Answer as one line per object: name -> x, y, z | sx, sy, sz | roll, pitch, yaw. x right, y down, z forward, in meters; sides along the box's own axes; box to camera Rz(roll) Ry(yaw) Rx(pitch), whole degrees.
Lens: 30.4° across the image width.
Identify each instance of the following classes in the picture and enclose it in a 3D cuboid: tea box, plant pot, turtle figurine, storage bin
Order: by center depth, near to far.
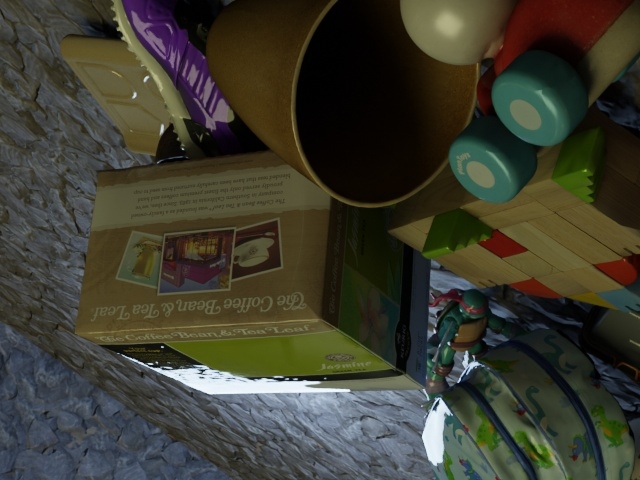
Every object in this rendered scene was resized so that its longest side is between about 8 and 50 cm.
plant pot -> -0.007, -0.181, 1.230 | 0.254, 0.237, 0.237 | 25, 156, 48
storage bin -> 0.390, 0.109, 1.414 | 0.135, 0.098, 0.091 | 28, 143, 11
tea box -> -0.069, 0.052, 1.469 | 0.329, 0.220, 0.323 | -5, 159, 24
turtle figurine -> 0.209, 0.137, 1.638 | 0.175, 0.118, 0.234 | -8, 148, -9

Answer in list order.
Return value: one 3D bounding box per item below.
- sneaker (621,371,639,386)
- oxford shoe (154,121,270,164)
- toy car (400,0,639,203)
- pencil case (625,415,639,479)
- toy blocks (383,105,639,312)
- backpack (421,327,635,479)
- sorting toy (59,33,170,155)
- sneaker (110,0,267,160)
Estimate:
sneaker -> 0.409, 0.143, 1.510 | 0.042, 0.067, 0.118 | 44, -178, -25
oxford shoe -> -0.086, -0.087, 1.542 | 0.271, 0.098, 0.097 | 18, 152, 13
toy car -> 0.153, -0.201, 1.013 | 0.238, 0.219, 0.210 | 41, 154, 6
pencil case -> 0.495, 0.318, 1.562 | 0.183, 0.160, 0.410 | 58, 150, -5
toy blocks -> 0.264, -0.015, 1.276 | 0.261, 0.190, 0.381 | 30, 157, -21
backpack -> 0.262, 0.271, 1.501 | 0.290, 0.273, 0.355 | 62, 148, 27
sorting toy -> -0.183, -0.188, 1.602 | 0.307, 0.041, 0.229 | 10, 149, 27
sneaker -> -0.135, -0.228, 1.417 | 0.146, 0.102, 0.293 | -18, 113, 20
